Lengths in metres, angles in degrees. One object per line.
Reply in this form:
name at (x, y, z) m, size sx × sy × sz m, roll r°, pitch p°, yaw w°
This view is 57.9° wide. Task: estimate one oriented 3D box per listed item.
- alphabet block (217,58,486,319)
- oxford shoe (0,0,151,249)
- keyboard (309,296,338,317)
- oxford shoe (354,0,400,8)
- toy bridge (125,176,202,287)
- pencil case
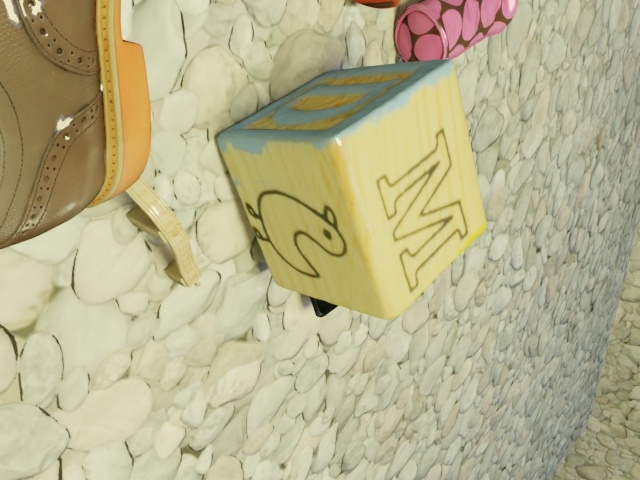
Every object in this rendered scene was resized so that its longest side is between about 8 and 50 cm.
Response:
alphabet block at (0.040, -0.063, 0.626) m, size 0.193 × 0.192 × 0.197 m, roll -37°, pitch 121°, yaw -31°
oxford shoe at (-0.165, -0.153, 0.255) m, size 0.133 × 0.129 × 0.364 m, roll -53°, pitch 149°, yaw -50°
keyboard at (0.000, 0.000, 0.762) m, size 0.100 × 0.038 × 0.192 m, roll -31°, pitch 121°, yaw -29°
oxford shoe at (0.018, -0.340, 0.567) m, size 0.271 × 0.096 × 0.098 m, roll 36°, pitch 73°, yaw -51°
toy bridge at (-0.155, -0.017, 0.541) m, size 0.026 × 0.063 × 0.188 m, roll -48°, pitch 137°, yaw -24°
pencil case at (0.193, -0.302, 0.796) m, size 0.209 × 0.095 × 0.098 m, roll -38°, pitch 98°, yaw -30°
